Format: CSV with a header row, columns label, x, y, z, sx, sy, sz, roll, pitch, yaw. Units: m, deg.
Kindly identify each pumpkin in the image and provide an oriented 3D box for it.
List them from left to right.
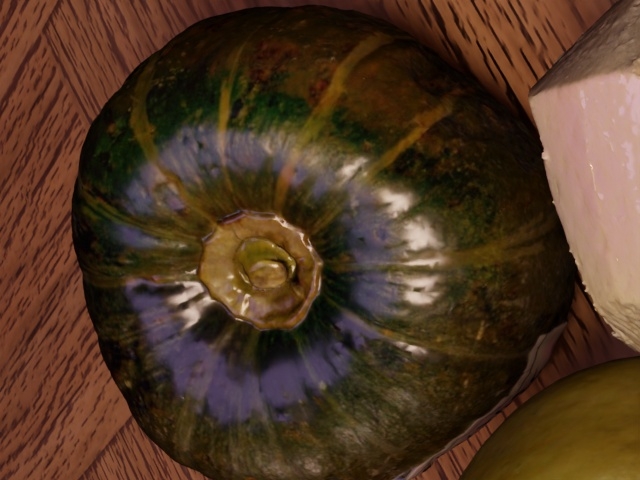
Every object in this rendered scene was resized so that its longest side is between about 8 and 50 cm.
label,x,y,z,sx,sy,sz,roll,pitch,yaw
pumpkin,0.001,-0.001,0.973,0.260,0.189,0.260,7,108,22

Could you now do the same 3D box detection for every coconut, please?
label,x,y,z,sx,sy,sz,roll,pitch,yaw
coconut,0.162,-0.039,0.771,0.147,0.147,0.152,-7,99,54

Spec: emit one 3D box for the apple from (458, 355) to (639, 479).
label,x,y,z,sx,sy,sz,roll,pitch,yaw
apple,0.163,0.169,0.759,0.261,0.261,0.194,46,123,35
